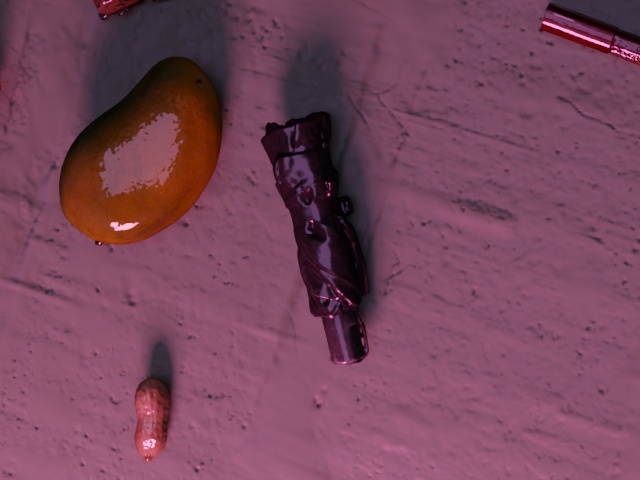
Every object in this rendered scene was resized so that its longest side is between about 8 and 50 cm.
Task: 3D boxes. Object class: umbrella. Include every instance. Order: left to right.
[{"bbox_3d":[0.000,0.000,0.940,0.066,0.059,0.235,-12,91,34],"label":"umbrella"}]

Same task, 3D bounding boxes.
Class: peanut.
[{"bbox_3d":[-0.164,0.175,0.989,0.037,0.037,0.083,10,96,12],"label":"peanut"}]

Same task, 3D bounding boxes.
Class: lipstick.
[{"bbox_3d":[0.278,-0.165,0.887,0.176,0.027,0.027,23,96,10],"label":"lipstick"}]

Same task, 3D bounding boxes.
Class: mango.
[{"bbox_3d":[-0.164,-0.076,0.959,0.191,0.085,0.122,-42,79,11],"label":"mango"}]

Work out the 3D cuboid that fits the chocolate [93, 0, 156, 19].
[{"bbox_3d":[-0.231,-0.378,0.979,0.102,0.065,0.329,-22,88,12],"label":"chocolate"}]
